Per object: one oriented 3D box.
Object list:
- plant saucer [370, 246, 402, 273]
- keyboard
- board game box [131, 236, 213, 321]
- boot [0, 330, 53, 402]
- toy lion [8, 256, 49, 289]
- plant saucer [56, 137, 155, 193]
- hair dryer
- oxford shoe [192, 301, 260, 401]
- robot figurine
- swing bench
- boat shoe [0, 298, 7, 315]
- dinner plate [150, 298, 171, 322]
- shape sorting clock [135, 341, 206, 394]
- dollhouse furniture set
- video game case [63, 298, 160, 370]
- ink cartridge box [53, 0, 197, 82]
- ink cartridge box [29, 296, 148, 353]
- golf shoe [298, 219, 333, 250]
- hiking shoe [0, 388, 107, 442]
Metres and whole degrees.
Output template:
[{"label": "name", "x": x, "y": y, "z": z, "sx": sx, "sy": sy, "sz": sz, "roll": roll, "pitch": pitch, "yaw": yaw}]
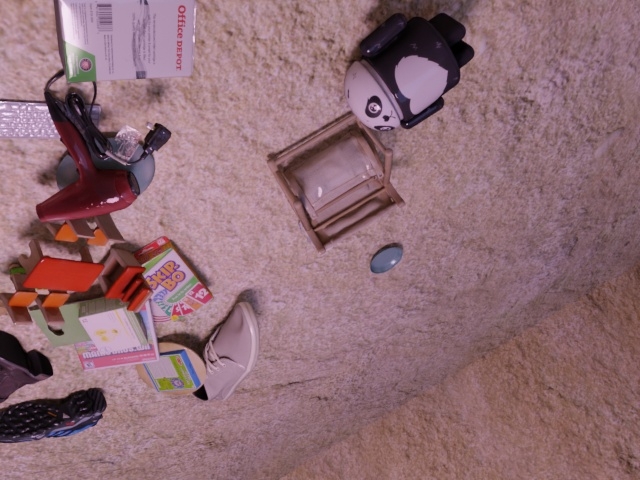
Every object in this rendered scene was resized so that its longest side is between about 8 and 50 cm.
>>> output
[{"label": "plant saucer", "x": 0.206, "y": 0.058, "z": 1.898, "sx": 0.119, "sy": 0.021, "sz": 0.119, "roll": -20, "pitch": 143, "yaw": -16}, {"label": "keyboard", "x": -0.524, "y": -0.213, "z": 1.054, "sx": 0.256, "sy": 0.014, "sz": 0.072, "roll": -5, "pitch": 137, "yaw": -32}, {"label": "board game box", "x": -0.379, "y": 0.101, "z": 1.499, "sx": 0.124, "sy": 0.039, "sz": 0.259, "roll": -30, "pitch": 135, "yaw": -3}, {"label": "boot", "x": -0.808, "y": 0.339, "z": 1.441, "sx": 0.229, "sy": 0.091, "sz": 0.263, "roll": -29, "pitch": 146, "yaw": -4}, {"label": "toy lion", "x": -0.627, "y": 0.081, "z": 1.319, "sx": 0.100, "sy": 0.034, "sz": 0.096, "roll": -14, "pitch": 149, "yaw": -22}, {"label": "plant saucer", "x": -0.427, "y": -0.121, "z": 1.203, "sx": 0.195, "sy": 0.037, "sz": 0.195, "roll": -20, "pitch": 148, "yaw": -13}, {"label": "hair dryer", "x": -0.434, "y": -0.149, "z": 1.109, "sx": 0.223, "sy": 0.080, "sz": 0.294, "roll": 31, "pitch": 102, "yaw": -15}, {"label": "oxford shoe", "x": -0.290, "y": 0.350, "z": 1.774, "sx": 0.130, "sy": 0.169, "sz": 0.449, "roll": -2, "pitch": 140, "yaw": -32}, {"label": "robot figurine", "x": 0.183, "y": -0.353, "z": 1.259, "sx": 0.278, "sy": 0.209, "sz": 0.173, "roll": -35, "pitch": -176, "yaw": 5}, {"label": "swing bench", "x": 0.045, "y": -0.135, "z": 1.439, "sx": 0.253, "sy": 0.165, "sz": 0.255, "roll": -31, "pitch": 150, "yaw": -2}, {"label": "boat shoe", "x": -0.761, "y": 0.161, "z": 1.297, "sx": 0.153, "sy": 0.048, "sz": 0.056, "roll": 1, "pitch": 134, "yaw": -36}, {"label": "dinner plate", "x": -0.409, "y": 0.170, "z": 1.591, "sx": 0.141, "sy": 0.017, "sz": 0.141, "roll": -19, "pitch": 143, "yaw": -15}, {"label": "shape sorting clock", "x": -0.434, "y": 0.373, "z": 1.732, "sx": 0.206, "sy": 0.040, "sz": 0.206, "roll": 4, "pitch": 123, "yaw": 6}, {"label": "dollhouse furniture set", "x": -0.498, "y": 0.077, "z": 1.270, "sx": 0.262, "sy": 0.135, "sz": 0.259, "roll": -49, "pitch": 152, "yaw": 16}, {"label": "video game case", "x": -0.535, "y": 0.244, "z": 1.546, "sx": 0.204, "sy": 0.025, "sz": 0.285, "roll": -6, "pitch": 138, "yaw": -12}, {"label": "ink cartridge box", "x": -0.318, "y": -0.349, "z": 0.977, "sx": 0.208, "sy": 0.087, "sz": 0.153, "roll": -10, "pitch": 139, "yaw": -26}, {"label": "ink cartridge box", "x": -0.557, "y": 0.213, "z": 1.443, "sx": 0.235, "sy": 0.056, "sz": 0.171, "roll": -12, "pitch": 140, "yaw": -8}, {"label": "golf shoe", "x": 0.000, "y": 0.000, "z": 1.627, "sx": 0.069, "sy": 0.086, "sz": 0.176, "roll": -38, "pitch": 145, "yaw": 6}, {"label": "hiking shoe", "x": -0.758, "y": 0.519, "z": 1.671, "sx": 0.304, "sy": 0.113, "sz": 0.132, "roll": -5, "pitch": 136, "yaw": -32}]
